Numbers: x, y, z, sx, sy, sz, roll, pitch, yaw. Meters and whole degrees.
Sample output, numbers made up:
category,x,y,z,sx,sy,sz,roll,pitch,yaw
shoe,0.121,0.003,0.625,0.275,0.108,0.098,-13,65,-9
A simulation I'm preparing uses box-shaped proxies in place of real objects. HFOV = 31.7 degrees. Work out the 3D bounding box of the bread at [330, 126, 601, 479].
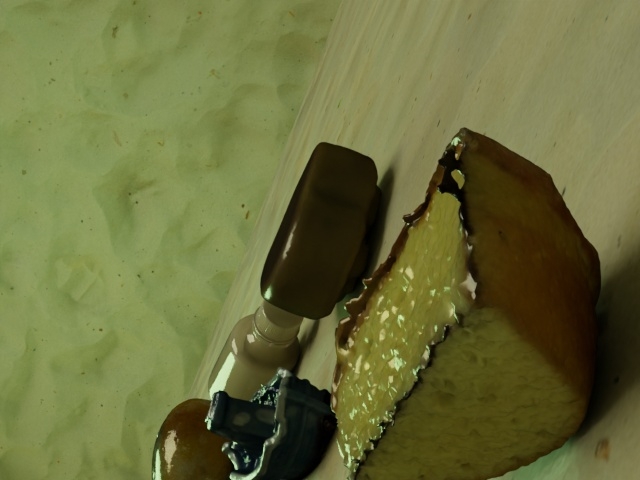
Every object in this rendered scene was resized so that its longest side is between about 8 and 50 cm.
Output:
category,x,y,z,sx,sy,sz,roll,pitch,yaw
bread,0.096,0.058,0.666,0.260,0.134,0.129,110,163,-50

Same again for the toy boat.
category,x,y,z,sx,sy,sz,roll,pitch,yaw
toy boat,-0.074,0.228,1.383,0.309,0.142,0.129,126,159,-62

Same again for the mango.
category,x,y,z,sx,sy,sz,roll,pitch,yaw
mango,-0.228,0.438,1.992,0.193,0.146,0.316,166,108,-82

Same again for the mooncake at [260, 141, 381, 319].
category,x,y,z,sx,sy,sz,roll,pitch,yaw
mooncake,0.000,0.000,1.495,0.235,0.117,0.235,-162,90,-85

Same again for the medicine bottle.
category,x,y,z,sx,sy,sz,roll,pitch,yaw
medicine bottle,-0.093,0.174,1.733,0.252,0.114,0.114,117,169,-48
